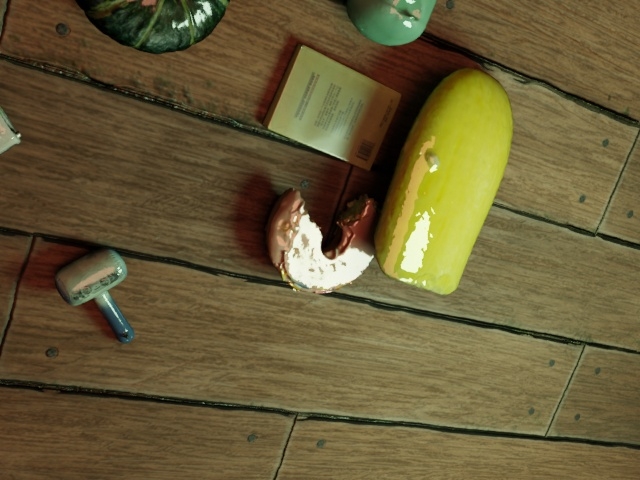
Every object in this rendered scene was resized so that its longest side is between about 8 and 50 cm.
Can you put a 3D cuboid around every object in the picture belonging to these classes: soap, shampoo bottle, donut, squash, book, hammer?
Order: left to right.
[{"bbox_3d":[-0.365,0.106,1.326,0.116,0.069,0.194,-30,127,-14],"label":"hammer"},{"bbox_3d":[-0.245,-0.403,1.130,0.252,0.165,0.252,-11,113,-26],"label":"squash"},{"bbox_3d":[0.000,0.000,1.448,0.232,0.085,0.199,5,106,-28],"label":"donut"},{"bbox_3d":[0.025,-0.236,1.406,0.230,0.026,0.161,20,98,-31],"label":"book"},{"bbox_3d":[0.159,-0.501,1.301,0.221,0.151,0.350,18,101,-32],"label":"shampoo bottle"},{"bbox_3d":[0.243,-0.115,1.482,0.306,0.115,0.427,22,90,-44],"label":"soap"}]

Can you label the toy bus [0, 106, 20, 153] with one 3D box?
[{"bbox_3d":[-0.536,-0.259,1.055,0.097,0.138,0.343,-33,118,-14],"label":"toy bus"}]
